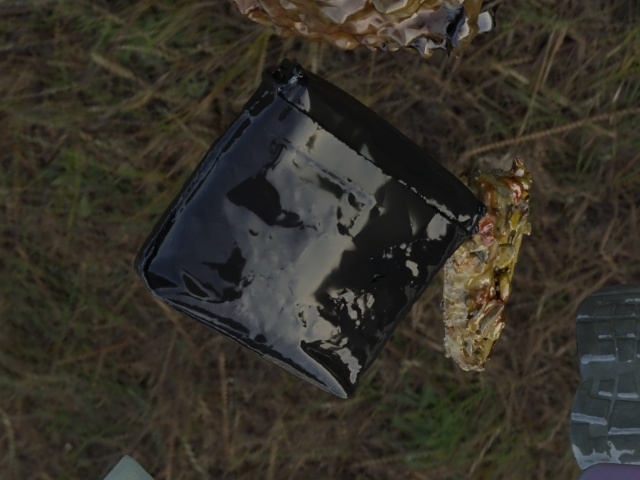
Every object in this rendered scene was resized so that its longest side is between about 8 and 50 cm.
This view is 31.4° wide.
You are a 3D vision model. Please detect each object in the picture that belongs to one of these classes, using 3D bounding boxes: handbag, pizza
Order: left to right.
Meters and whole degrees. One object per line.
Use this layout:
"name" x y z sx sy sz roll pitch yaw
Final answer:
"handbag" 0.000 0.000 0.940 0.247 0.080 0.223 33 97 -33
"pizza" 0.203 -0.016 1.331 0.074 0.251 0.287 11 140 16

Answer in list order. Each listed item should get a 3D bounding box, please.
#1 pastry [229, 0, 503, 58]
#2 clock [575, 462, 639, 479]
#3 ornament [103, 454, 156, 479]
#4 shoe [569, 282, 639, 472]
"pastry" 0.000 -0.327 0.733 0.405 0.292 0.337 45 156 17
"clock" 0.117 0.237 0.444 0.090 0.227 0.247 0 114 39
"ornament" -0.111 0.322 1.052 0.285 0.120 0.130 57 150 -3
"shoe" 0.257 0.149 0.929 0.099 0.227 0.125 -4 137 15
